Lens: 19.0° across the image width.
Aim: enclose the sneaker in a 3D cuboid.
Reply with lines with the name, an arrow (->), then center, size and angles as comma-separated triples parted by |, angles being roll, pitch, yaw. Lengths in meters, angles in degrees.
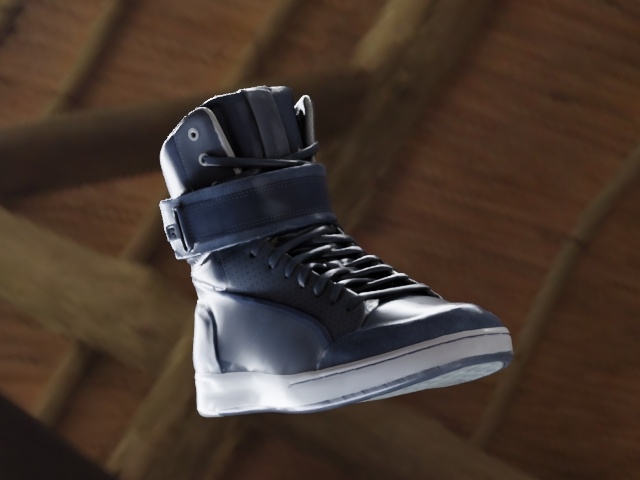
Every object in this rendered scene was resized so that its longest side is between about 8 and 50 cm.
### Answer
sneaker -> -0.002, 0.000, 0.927 | 0.226, 0.086, 0.163 | -9, -92, 53
